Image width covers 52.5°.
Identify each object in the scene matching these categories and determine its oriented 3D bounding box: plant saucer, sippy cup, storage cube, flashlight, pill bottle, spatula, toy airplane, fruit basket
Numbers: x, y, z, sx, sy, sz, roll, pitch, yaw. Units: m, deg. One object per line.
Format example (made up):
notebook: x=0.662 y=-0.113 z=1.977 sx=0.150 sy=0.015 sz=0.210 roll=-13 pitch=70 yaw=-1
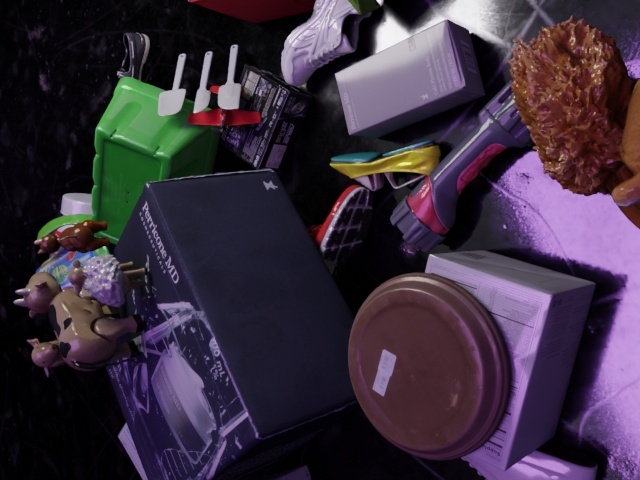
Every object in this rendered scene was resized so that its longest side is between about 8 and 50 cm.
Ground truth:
plant saucer: x=0.142 y=0.187 z=0.954 sx=0.278 sy=0.041 sz=0.277 roll=2 pitch=94 yaw=42
sippy cup: x=-0.555 y=0.088 z=1.588 sx=0.224 sy=0.240 sz=0.305 roll=-25 pitch=90 yaw=6
storage cube: x=-0.133 y=-0.563 z=1.307 sx=0.215 sy=0.193 sz=0.183 roll=3 pitch=93 yaw=39
flashlight: x=0.250 y=-0.113 z=1.083 sx=0.304 sy=0.103 sz=0.103 roll=-46 pitch=60 yaw=25
pill bottle: x=-0.641 y=0.024 z=1.746 sx=0.161 sy=0.161 sz=0.283 roll=20 pitch=104 yaw=36
spatula: x=-0.249 y=-0.341 z=1.366 sx=0.168 sy=0.019 sz=0.242 roll=-8 pitch=47 yaw=5
toy airplane: x=-0.194 y=-0.273 z=1.331 sx=0.151 sy=0.151 sz=0.028 roll=43 pitch=152 yaw=29
fruit basket: x=-0.372 y=-0.195 z=1.493 sx=0.283 sy=0.392 sz=0.392 roll=22 pitch=107 yaw=3

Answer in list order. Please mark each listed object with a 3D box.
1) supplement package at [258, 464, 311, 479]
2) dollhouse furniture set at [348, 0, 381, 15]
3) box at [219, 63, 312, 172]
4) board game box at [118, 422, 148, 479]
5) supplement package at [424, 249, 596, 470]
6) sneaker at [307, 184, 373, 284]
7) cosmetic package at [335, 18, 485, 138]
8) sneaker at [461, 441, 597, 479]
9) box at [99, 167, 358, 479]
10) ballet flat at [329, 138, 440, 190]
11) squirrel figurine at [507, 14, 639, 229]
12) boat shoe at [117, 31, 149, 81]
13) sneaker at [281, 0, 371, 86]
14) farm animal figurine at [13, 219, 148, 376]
supplement package: x=-0.104 y=0.543 z=1.323 sx=0.105 sy=0.179 sz=0.105 roll=-27 pitch=75 yaw=36
dollhouse furniture set: x=0.084 y=-0.590 z=1.191 sx=0.198 sy=0.151 sz=0.301 roll=-27 pitch=54 yaw=-1
box: x=-0.121 y=-0.257 z=1.378 sx=0.147 sy=0.077 sz=0.180 roll=37 pitch=113 yaw=33
board game box: x=-0.363 y=0.470 z=1.600 sx=0.242 sy=0.064 sz=0.316 roll=48 pitch=118 yaw=27
supplement package: x=0.268 y=0.168 z=1.004 sx=0.198 sy=0.199 sz=0.262 roll=19 pitch=103 yaw=37
sneaker: x=0.000 y=0.000 z=1.277 sx=0.118 sy=0.107 sz=0.279 roll=46 pitch=117 yaw=34
cosmetic package: x=0.154 y=-0.276 z=1.146 sx=0.238 sy=0.107 sz=0.127 roll=-18 pitch=83 yaw=34
sneaker: x=0.286 y=0.369 z=1.055 sx=0.290 sy=0.106 sz=0.123 roll=14 pitch=97 yaw=36
box: x=-0.195 y=0.198 z=1.256 sx=0.472 sy=0.297 sz=0.480 roll=-48 pitch=62 yaw=42
ballet flat: x=0.117 y=-0.132 z=1.201 sx=0.231 sy=0.077 sz=0.077 roll=-4 pitch=105 yaw=37
squirrel figurine: x=0.400 y=-0.120 z=0.781 sx=0.397 sy=0.370 sz=0.281 roll=22 pitch=105 yaw=36
boat shoe: x=-0.505 y=-0.440 z=1.687 sx=0.075 sy=0.065 sz=0.206 roll=33 pitch=111 yaw=33
sneaker: x=0.011 y=-0.386 z=1.266 sx=0.115 sy=0.090 sz=0.232 roll=49 pitch=120 yaw=23
farm animal figurine: x=-0.461 y=0.140 z=1.193 sx=0.327 sy=0.172 sz=0.330 roll=31 pitch=121 yaw=43
